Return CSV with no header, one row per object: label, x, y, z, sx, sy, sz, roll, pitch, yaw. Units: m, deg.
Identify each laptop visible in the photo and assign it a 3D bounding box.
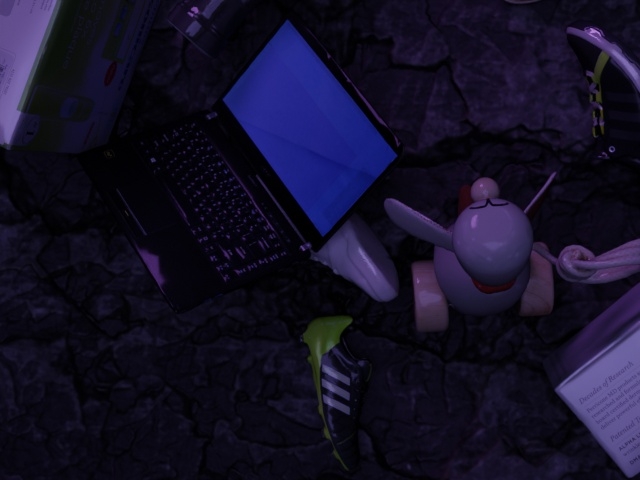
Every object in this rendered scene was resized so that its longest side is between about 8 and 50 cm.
laptop,-0.090,-0.090,1.181,0.264,0.136,0.234,-23,61,-25

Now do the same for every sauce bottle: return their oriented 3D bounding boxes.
sauce bottle,-0.035,-0.352,1.210,0.111,0.111,0.344,43,95,3

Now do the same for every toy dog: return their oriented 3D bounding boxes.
toy dog,0.170,-0.010,1.135,0.220,0.333,0.161,-4,75,-17

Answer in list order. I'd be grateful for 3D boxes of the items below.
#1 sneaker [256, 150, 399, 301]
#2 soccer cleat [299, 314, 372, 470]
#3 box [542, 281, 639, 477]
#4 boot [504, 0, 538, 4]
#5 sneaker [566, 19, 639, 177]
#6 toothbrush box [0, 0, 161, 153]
sneaker,0.000,0.000,1.257,0.094,0.080,0.212,-43,77,15
soccer cleat,0.029,0.173,1.267,0.072,0.060,0.178,-13,89,6
box,0.343,0.129,1.162,0.182,0.181,0.119,-40,87,8
boot,0.263,-0.305,1.195,0.158,0.084,0.059,-22,92,9
sneaker,0.324,-0.129,1.198,0.097,0.084,0.234,-37,89,9
toothbrush box,-0.289,-0.207,1.169,0.122,0.283,0.206,23,95,4
